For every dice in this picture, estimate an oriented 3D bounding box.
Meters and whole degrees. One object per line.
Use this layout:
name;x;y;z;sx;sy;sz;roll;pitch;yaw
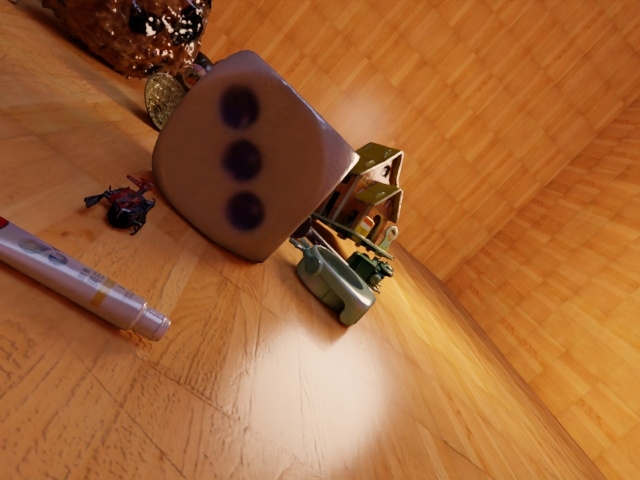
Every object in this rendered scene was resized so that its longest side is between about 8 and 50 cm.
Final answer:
dice;-0.105;-0.133;0.758;0.251;0.259;0.243;43;12;-3

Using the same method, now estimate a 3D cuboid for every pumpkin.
pumpkin;-0.397;-0.576;1.613;0.260;0.189;0.260;43;9;-9

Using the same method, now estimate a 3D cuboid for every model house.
model house;0.106;-0.175;1.347;0.340;0.323;0.300;33;-3;-39

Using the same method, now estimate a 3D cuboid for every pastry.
pastry;-0.426;-0.577;1.090;0.293;0.405;0.337;29;-24;22

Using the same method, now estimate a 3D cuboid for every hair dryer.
hair dryer;0.000;0.000;1.146;0.248;0.070;0.114;43;10;-19

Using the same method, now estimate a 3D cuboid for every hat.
hat;-0.360;-0.293;1.005;0.146;0.067;0.145;-6;90;-65

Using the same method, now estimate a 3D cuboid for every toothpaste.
toothpaste;-0.211;0.027;0.369;0.190;0.031;0.048;37;16;-18

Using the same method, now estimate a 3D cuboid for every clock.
clock;0.017;0.073;0.911;0.211;0.066;0.159;45;11;12

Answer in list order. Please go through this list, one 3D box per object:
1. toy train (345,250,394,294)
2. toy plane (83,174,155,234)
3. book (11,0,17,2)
toy train;0.141;0.079;1.296;0.132;0.083;0.200;37;7;4
toy plane;-0.236;-0.049;0.555;0.060;0.037;0.145;29;18;-14
book;-0.655;-0.618;0.962;0.022;0.162;0.231;-2;35;-30
